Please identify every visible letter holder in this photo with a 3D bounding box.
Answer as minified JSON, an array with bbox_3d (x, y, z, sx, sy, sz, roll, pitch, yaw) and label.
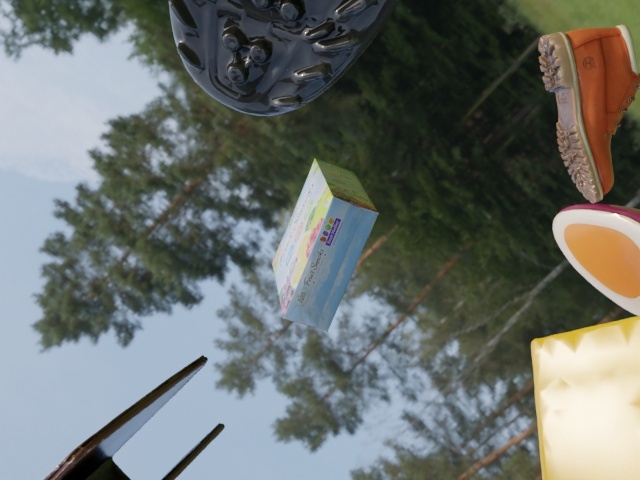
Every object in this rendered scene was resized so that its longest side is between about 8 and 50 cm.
[{"bbox_3d":[-0.172,0.257,0.881,0.152,0.214,0.302,44,-165,4],"label":"letter holder"}]

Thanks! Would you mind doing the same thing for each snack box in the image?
[{"bbox_3d":[0.000,0.000,1.211,0.070,0.174,0.207,20,-166,-12],"label":"snack box"}]

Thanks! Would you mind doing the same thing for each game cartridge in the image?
[{"bbox_3d":[0.335,0.222,0.822,0.053,0.285,0.323,18,-117,-41],"label":"game cartridge"}]

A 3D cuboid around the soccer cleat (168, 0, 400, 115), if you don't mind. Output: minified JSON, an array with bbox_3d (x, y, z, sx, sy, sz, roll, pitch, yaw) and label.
[{"bbox_3d":[0.019,-0.205,0.381,0.109,0.318,0.116,20,-154,4],"label":"soccer cleat"}]

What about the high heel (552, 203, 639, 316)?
[{"bbox_3d":[0.302,0.011,0.679,0.117,0.082,0.244,-27,-148,-34],"label":"high heel"}]

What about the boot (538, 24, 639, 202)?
[{"bbox_3d":[0.254,-0.115,0.809,0.059,0.085,0.157,-125,22,-78],"label":"boot"}]
